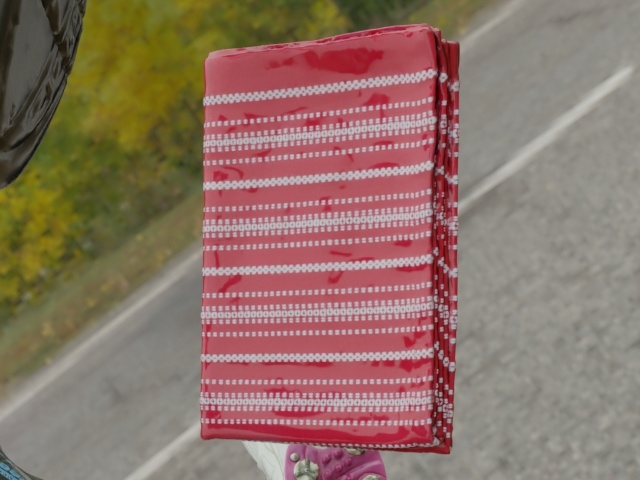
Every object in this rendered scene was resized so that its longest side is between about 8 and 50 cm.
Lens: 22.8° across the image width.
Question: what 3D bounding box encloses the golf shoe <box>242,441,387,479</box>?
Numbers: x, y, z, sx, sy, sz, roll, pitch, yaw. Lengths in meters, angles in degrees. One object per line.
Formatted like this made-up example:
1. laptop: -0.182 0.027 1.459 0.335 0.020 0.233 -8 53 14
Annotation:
1. golf shoe: -0.018 0.222 1.677 0.115 0.306 0.140 -13 -25 -22

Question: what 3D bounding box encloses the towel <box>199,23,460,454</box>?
1. towel: 0.000 0.000 1.051 0.199 0.275 0.031 -1 -3 32

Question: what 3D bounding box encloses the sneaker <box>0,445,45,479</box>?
1. sneaker: -0.265 0.129 0.970 0.341 0.139 0.125 29 84 34

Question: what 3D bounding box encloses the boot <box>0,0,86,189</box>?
1. boot: -0.160 -0.131 0.485 0.178 0.236 0.085 2 -16 2
